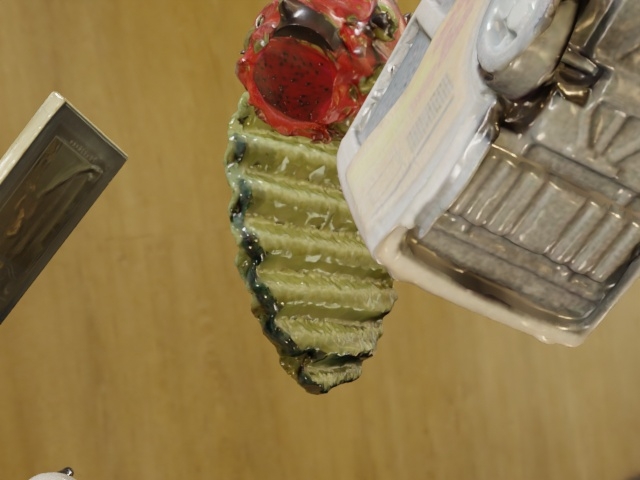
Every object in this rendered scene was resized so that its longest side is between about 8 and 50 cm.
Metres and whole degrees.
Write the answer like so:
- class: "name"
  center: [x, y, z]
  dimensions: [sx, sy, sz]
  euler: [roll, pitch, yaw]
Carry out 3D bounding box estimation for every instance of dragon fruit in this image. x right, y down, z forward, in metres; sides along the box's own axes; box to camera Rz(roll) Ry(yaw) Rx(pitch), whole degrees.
- class: "dragon fruit"
  center: [0.022, -0.169, 1.272]
  dimensions: [0.172, 0.166, 0.160]
  euler: [-48, 116, -48]

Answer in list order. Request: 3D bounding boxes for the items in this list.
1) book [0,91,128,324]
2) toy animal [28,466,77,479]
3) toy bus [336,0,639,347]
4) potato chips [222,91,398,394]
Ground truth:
- class: "book"
  center: [-0.329, -0.020, 1.584]
  dimensions: [0.269, 0.025, 0.191]
  euler: [-53, 159, -5]
- class: "toy animal"
  center: [-0.199, 0.313, 1.136]
  dimensions: [0.357, 0.258, 0.194]
  euler: [-23, 130, -68]
- class: "toy bus"
  center: [0.127, -0.130, 0.459]
  dimensions: [0.097, 0.342, 0.138]
  euler: [24, 17, -18]
- class: "potato chips"
  center: [0.000, 0.000, 1.689]
  dimensions: [0.429, 0.070, 0.358]
  euler: [13, 78, -63]
